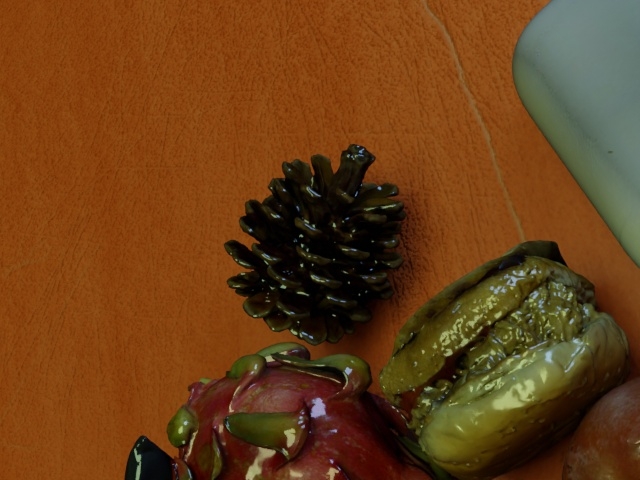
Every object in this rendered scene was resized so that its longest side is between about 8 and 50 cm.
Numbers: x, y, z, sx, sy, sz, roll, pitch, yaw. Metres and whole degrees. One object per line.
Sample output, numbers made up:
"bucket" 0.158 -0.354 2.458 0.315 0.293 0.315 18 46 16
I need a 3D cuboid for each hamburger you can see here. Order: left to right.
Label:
"hamburger" 0.180 0.125 1.610 0.244 0.244 0.163 -44 64 13

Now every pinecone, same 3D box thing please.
"pinecone" 0.001 0.000 1.793 0.185 0.168 0.212 27 91 29

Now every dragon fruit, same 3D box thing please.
"dragon fruit" -0.006 0.239 1.701 0.243 0.227 0.307 -39 74 19

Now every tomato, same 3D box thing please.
"tomato" 0.321 0.220 1.516 0.208 0.184 0.208 7 101 37

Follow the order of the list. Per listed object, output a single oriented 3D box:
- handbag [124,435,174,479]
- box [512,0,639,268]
"handbag" -0.160 0.327 1.749 0.088 0.254 0.211 0 73 7
"box" 0.360 -0.143 1.633 0.288 0.141 0.349 -40 58 14
